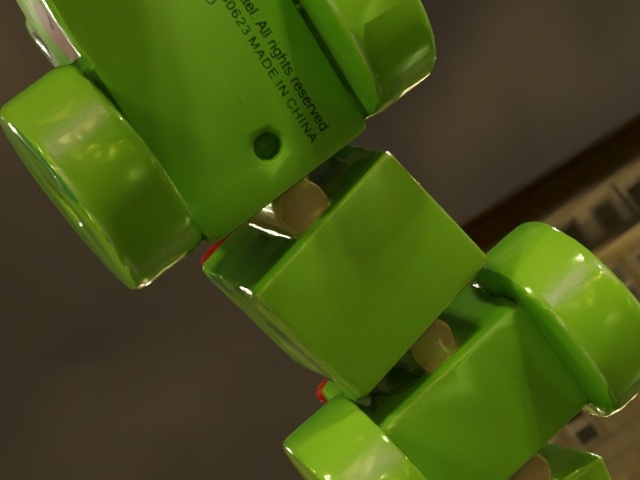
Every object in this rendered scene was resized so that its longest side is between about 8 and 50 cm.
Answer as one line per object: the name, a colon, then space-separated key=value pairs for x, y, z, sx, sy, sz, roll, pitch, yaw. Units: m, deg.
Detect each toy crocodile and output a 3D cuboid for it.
toy crocodile: x=0.000 y=0.000 z=0.490 sx=0.115 sy=0.340 sz=0.105 roll=-42 pitch=21 yaw=-11
